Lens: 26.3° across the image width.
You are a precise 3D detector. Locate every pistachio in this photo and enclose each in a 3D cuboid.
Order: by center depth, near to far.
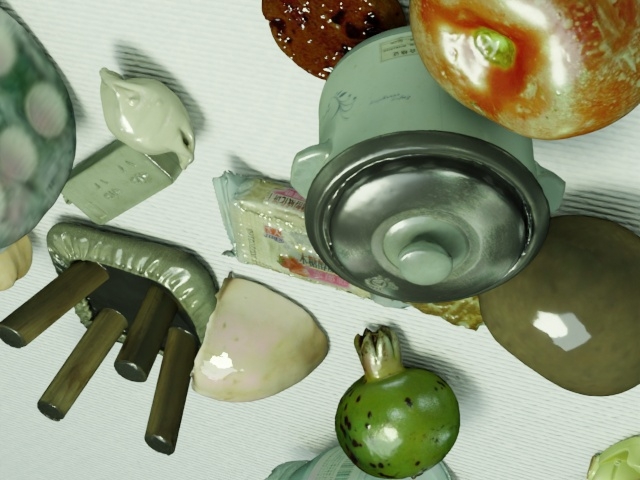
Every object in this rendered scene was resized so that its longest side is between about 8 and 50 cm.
[{"bbox_3d":[-0.591,-0.006,2.289,0.229,0.157,0.157,43,144,-9],"label":"pistachio"}]

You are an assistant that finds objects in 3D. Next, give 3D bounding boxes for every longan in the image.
[{"bbox_3d":[0.323,0.084,1.688,0.246,0.215,0.246,38,147,29],"label":"longan"}]

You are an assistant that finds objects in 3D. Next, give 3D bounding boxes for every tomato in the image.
[{"bbox_3d":[0.225,-0.239,1.344,0.270,0.222,0.270,38,153,23],"label":"tomato"}]

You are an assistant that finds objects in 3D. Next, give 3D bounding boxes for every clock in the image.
[{"bbox_3d":[0.482,0.388,2.090,0.170,0.069,0.232,36,145,-10],"label":"clock"}]

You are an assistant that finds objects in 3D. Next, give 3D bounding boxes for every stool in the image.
[{"bbox_3d":[-0.332,0.158,2.239,0.310,0.226,0.310,13,143,20],"label":"stool"}]

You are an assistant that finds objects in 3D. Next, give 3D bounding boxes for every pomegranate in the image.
[{"bbox_3d":[0.111,0.251,2.102,0.202,0.202,0.248,-9,100,42],"label":"pomegranate"}]

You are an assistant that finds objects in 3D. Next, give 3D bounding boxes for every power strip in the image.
[{"bbox_3d":[-0.311,-0.090,2.058,0.093,0.053,0.288,42,143,-19],"label":"power strip"}]

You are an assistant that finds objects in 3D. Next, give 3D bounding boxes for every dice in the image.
[{"bbox_3d":[-0.575,-0.151,1.923,0.348,0.328,0.330,1,137,34],"label":"dice"}]

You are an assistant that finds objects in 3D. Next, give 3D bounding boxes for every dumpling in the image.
[{"bbox_3d":[-0.246,-0.178,1.881,0.169,0.100,0.134,21,-172,-27],"label":"dumpling"}]

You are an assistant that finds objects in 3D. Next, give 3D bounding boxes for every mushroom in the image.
[{"bbox_3d":[-0.097,0.202,2.182,0.173,0.162,0.236,20,146,15],"label":"mushroom"}]

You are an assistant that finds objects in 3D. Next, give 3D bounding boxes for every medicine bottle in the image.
[{"bbox_3d":[0.053,0.470,2.353,0.290,0.245,0.245,-14,127,47],"label":"medicine bottle"}]

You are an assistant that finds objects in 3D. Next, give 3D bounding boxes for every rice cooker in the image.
[{"bbox_3d":[0.118,-0.076,1.528,0.316,0.316,0.264,24,137,8],"label":"rice cooker"}]

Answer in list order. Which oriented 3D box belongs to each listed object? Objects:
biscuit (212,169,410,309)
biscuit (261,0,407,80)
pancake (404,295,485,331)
[{"bbox_3d":[0.000,-0.003,1.926,0.309,0.079,0.186,18,144,17],"label":"biscuit"},{"bbox_3d":[0.019,-0.258,1.618,0.192,0.049,0.192,19,151,11],"label":"biscuit"},{"bbox_3d":[0.181,0.038,1.832,0.197,0.054,0.376,-19,134,20],"label":"pancake"}]
